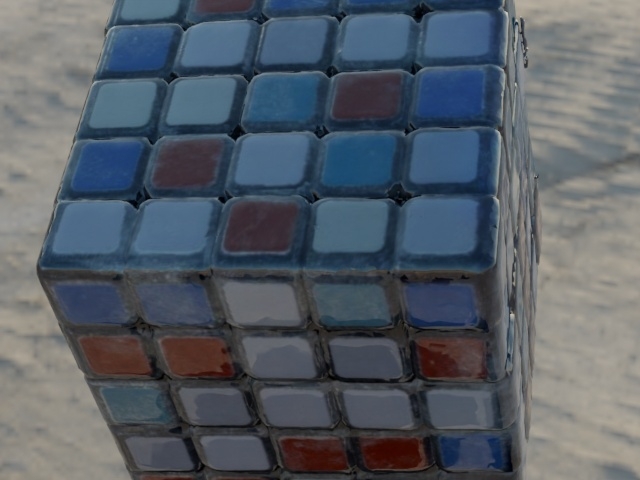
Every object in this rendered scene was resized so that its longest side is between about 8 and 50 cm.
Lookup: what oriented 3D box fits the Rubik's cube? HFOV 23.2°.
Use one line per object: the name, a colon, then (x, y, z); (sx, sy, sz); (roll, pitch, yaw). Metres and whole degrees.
Rubik's cube: (0.000, 0.000, 1.092); (0.293, 0.292, 0.287); (0, 49, 11)
